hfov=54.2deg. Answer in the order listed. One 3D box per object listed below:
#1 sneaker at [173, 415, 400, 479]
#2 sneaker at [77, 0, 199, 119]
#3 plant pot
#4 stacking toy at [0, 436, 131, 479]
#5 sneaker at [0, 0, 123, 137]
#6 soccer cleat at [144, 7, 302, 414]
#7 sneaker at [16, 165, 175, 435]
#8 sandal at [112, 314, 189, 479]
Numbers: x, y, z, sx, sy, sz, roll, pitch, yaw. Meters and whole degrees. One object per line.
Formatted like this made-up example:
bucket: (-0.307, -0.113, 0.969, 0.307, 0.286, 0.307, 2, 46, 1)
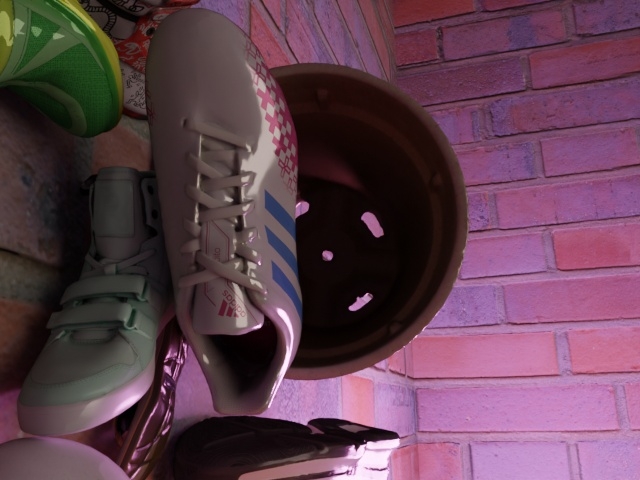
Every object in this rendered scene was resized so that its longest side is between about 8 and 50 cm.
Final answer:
sneaker: (-0.027, 0.362, 0.775, 0.447, 0.169, 0.258, 28, 69, -58)
sneaker: (-0.152, -0.194, 0.555, 0.270, 0.144, 0.090, 48, 39, -65)
plant pot: (0.000, 0.000, 0.790, 0.305, 0.333, 0.334, 60, 27, -78)
stacking toy: (-0.047, 0.306, 0.409, 0.480, 0.350, 0.350, 45, 19, 1)
sneaker: (-0.232, -0.140, 0.384, 0.124, 0.109, 0.295, -64, 159, -12)
soccer cleat: (-0.071, -0.011, 0.503, 0.143, 0.115, 0.332, -83, 165, -66)
sneaker: (-0.175, 0.026, 0.491, 0.256, 0.094, 0.151, -83, 168, -67)
sandal: (-0.164, 0.142, 0.576, 0.072, 0.048, 0.180, 84, 12, -58)
